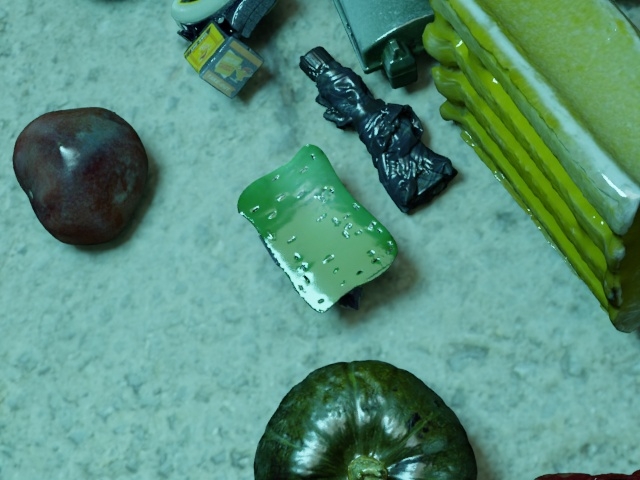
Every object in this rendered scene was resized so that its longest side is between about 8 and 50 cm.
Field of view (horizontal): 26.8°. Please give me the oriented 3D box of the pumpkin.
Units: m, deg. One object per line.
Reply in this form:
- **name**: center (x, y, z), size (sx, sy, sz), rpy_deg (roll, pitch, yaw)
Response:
- **pumpkin**: center (0.043, 0.226, 1.312), size (0.224, 0.157, 0.223), rpy_deg (0, 79, -1)

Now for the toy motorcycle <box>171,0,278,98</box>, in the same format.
- **toy motorcycle**: center (-0.061, -0.304, 1.513), size (0.263, 0.091, 0.157), rpy_deg (-47, 50, 10)

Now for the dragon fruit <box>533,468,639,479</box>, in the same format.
- **dragon fruit**: center (0.379, 0.339, 1.269), size (0.329, 0.228, 0.286), rpy_deg (-19, 101, -20)

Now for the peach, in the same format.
- **peach**: center (-0.269, -0.078, 1.466), size (0.152, 0.152, 0.152), rpy_deg (-2, 70, 7)

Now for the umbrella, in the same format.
- **umbrella**: center (0.057, -0.136, 1.487), size (0.080, 0.071, 0.224), rpy_deg (-35, 69, -12)

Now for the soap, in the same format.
- **soap**: center (0.247, -0.109, 1.314), size (0.156, 0.293, 0.335), rpy_deg (-30, 60, -6)

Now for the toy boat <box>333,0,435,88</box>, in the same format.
- **toy boat**: center (0.071, -0.325, 1.547), size (0.141, 0.092, 0.319), rpy_deg (-21, 62, 0)

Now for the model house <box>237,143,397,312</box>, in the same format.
- **model house**: center (0.000, 0.000, 1.435), size (0.117, 0.088, 0.167), rpy_deg (-38, 71, -7)
